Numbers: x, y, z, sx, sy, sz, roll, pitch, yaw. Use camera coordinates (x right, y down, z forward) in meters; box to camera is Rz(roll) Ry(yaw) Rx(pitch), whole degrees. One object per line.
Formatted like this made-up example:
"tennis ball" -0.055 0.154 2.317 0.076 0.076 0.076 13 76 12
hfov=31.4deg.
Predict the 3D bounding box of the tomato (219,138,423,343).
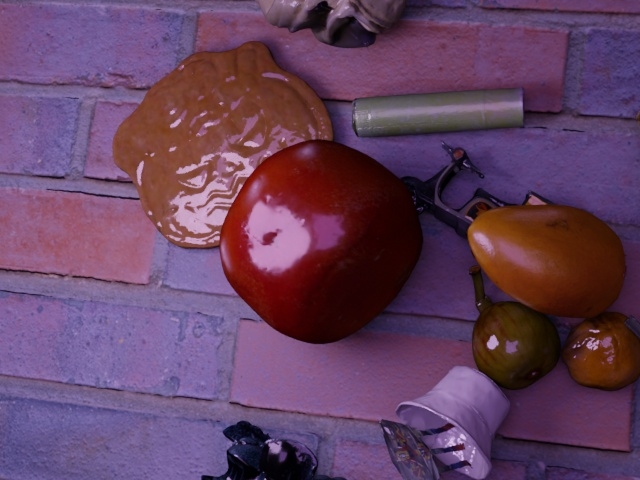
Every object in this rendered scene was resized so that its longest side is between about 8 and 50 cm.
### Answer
"tomato" 0.000 0.000 1.894 0.293 0.290 0.325 47 108 15

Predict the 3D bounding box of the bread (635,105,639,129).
"bread" 0.654 -0.156 1.848 0.264 0.167 0.163 -6 79 8

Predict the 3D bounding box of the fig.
"fig" 0.303 0.160 1.892 0.142 0.148 0.186 -52 40 1

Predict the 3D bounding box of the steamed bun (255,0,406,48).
"steamed bun" 0.018 -0.448 1.997 0.320 0.275 0.206 9 95 50

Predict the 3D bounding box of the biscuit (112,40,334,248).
"biscuit" -0.178 -0.176 2.087 0.385 0.062 0.365 -37 74 4

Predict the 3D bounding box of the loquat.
"loquat" 0.463 0.184 1.862 0.137 0.113 0.137 5 105 19

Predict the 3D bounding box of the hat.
"hat" 0.234 0.286 1.869 0.203 0.203 0.126 37 70 16

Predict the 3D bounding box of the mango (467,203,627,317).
"mango" 0.357 0.027 1.830 0.257 0.138 0.187 7 77 -19

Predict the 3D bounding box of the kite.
"kite" 0.172 0.344 1.851 0.015 0.245 0.141 -27 88 -28

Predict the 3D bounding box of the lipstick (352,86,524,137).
"lipstick" 0.206 -0.225 2.003 0.304 0.076 0.076 -2 80 11

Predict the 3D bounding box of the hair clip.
"hair clip" -0.060 0.427 1.883 0.310 0.206 0.194 23 83 17

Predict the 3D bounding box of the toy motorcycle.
"toy motorcycle" 0.259 -0.061 1.959 0.263 0.091 0.157 32 81 14

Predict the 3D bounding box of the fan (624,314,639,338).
"fan" 0.604 0.243 1.817 0.229 0.011 0.335 -43 94 -7
